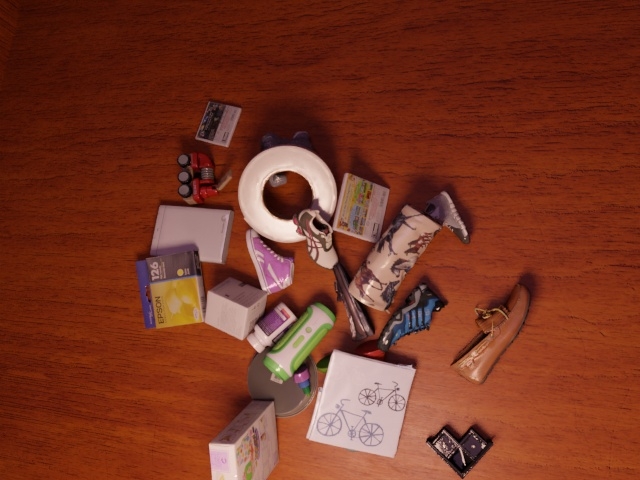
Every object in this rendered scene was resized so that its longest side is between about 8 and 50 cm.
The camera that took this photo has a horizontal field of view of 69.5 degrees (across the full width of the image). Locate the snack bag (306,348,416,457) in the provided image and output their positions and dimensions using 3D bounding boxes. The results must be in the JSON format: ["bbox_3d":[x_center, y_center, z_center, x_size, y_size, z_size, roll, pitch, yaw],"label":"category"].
[{"bbox_3d":[0.144,0.569,1.621,0.323,0.037,0.342,14,90,-4],"label":"snack bag"}]

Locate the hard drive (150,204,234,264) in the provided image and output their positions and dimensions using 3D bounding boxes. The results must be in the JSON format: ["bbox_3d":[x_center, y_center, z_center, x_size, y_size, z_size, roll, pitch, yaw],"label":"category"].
[{"bbox_3d":[-0.562,-0.029,2.014,0.353,0.047,0.233,5,80,16],"label":"hard drive"}]

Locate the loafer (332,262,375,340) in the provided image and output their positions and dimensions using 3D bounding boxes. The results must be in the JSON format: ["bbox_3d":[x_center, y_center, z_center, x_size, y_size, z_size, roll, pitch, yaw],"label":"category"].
[{"bbox_3d":[0.102,0.235,1.748,0.095,0.109,0.302,-29,75,12],"label":"loafer"}]

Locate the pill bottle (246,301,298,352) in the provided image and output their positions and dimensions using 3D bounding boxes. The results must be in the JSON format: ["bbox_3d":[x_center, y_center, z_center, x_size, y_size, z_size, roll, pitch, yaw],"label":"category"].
[{"bbox_3d":[-0.186,0.339,1.780,0.193,0.108,0.108,-41,71,-10],"label":"pill bottle"}]

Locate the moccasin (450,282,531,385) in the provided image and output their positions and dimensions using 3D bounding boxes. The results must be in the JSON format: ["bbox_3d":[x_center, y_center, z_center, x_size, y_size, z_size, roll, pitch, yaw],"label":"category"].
[{"bbox_3d":[0.586,0.307,1.590,0.147,0.139,0.380,34,98,10],"label":"moccasin"}]

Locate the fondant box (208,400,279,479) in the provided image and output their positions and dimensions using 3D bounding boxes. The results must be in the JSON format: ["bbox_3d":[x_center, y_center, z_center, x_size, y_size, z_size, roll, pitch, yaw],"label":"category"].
[{"bbox_3d":[-0.252,0.731,1.587,0.096,0.330,0.238,-3,94,16],"label":"fondant box"}]

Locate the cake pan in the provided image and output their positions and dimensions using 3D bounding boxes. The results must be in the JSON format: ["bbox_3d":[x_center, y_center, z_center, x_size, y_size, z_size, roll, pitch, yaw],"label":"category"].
[{"bbox_3d":[-0.156,0.532,1.778,0.293,0.054,0.293,-3,77,15],"label":"cake pan"}]

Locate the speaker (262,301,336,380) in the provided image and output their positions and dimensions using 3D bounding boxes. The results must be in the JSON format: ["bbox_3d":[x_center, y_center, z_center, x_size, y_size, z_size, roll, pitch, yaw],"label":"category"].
[{"bbox_3d":[-0.074,0.370,1.709,0.131,0.131,0.296,35,67,19],"label":"speaker"}]

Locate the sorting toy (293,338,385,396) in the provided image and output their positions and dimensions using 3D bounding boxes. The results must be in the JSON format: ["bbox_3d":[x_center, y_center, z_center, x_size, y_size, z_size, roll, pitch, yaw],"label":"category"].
[{"bbox_3d":[0.085,0.483,1.692,0.366,0.127,0.126,-20,97,0],"label":"sorting toy"}]

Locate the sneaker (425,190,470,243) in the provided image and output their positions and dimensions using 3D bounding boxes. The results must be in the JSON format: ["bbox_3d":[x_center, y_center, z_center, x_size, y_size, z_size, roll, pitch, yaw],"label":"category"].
[{"bbox_3d":[0.462,-0.065,1.731,0.132,0.086,0.228,-26,63,14],"label":"sneaker"}]

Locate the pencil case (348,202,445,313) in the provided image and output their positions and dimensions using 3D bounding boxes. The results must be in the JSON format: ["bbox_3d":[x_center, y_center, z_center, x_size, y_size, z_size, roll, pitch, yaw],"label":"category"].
[{"bbox_3d":[0.279,0.059,1.675,0.410,0.184,0.160,-57,29,7],"label":"pencil case"}]

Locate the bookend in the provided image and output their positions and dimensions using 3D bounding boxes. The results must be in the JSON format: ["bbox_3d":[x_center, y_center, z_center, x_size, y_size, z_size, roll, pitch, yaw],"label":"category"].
[{"bbox_3d":[0.470,0.684,1.564,0.156,0.072,0.157,42,91,19],"label":"bookend"}]

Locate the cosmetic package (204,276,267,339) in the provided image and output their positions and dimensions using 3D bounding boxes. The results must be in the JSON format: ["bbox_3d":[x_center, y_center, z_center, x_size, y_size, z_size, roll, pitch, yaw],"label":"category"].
[{"bbox_3d":[-0.331,0.263,1.807,0.184,0.151,0.151,21,115,17],"label":"cosmetic package"}]

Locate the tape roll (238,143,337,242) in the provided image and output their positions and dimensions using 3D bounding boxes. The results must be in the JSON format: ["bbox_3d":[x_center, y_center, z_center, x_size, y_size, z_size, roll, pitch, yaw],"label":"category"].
[{"bbox_3d":[-0.129,-0.182,1.812,0.392,0.072,0.391,0,109,-1],"label":"tape roll"}]

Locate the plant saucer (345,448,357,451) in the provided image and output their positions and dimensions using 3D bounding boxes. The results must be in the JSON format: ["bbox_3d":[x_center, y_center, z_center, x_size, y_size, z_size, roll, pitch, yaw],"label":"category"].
[{"bbox_3d":[0.117,0.709,1.682,0.119,0.021,0.119,-3,77,15],"label":"plant saucer"}]

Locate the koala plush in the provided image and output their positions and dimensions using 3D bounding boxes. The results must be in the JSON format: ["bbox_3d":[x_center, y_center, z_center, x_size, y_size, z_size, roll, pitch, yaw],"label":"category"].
[{"bbox_3d":[-0.126,-0.363,1.904,0.221,0.203,0.196,-13,56,-11],"label":"koala plush"}]

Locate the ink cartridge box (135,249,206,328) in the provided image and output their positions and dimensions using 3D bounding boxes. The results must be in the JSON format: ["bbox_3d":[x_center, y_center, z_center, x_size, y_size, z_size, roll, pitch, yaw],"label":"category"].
[{"bbox_3d":[-0.642,0.211,1.949,0.307,0.072,0.303,-10,87,10],"label":"ink cartridge box"}]

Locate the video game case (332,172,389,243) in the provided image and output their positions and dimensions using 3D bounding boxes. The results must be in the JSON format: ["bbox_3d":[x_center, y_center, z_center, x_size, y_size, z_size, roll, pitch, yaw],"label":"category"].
[{"bbox_3d":[0.159,-0.122,1.779,0.206,0.026,0.226,17,81,-26],"label":"video game case"}]

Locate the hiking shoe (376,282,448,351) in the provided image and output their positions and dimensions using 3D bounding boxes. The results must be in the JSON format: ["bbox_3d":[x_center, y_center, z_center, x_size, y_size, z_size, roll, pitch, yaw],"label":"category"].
[{"bbox_3d":[0.324,0.289,1.637,0.132,0.113,0.304,39,72,13],"label":"hiking shoe"}]

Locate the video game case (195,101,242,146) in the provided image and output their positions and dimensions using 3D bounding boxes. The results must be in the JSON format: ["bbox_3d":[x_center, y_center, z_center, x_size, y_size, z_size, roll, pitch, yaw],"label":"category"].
[{"bbox_3d":[-0.466,-0.533,2.111,0.173,0.022,0.190,17,84,18],"label":"video game case"}]

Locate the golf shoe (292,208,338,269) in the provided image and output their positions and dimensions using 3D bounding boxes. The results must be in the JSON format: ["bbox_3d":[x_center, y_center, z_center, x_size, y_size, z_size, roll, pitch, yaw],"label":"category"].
[{"bbox_3d":[0.000,0.000,1.760,0.120,0.272,0.105,-11,28,50],"label":"golf shoe"}]

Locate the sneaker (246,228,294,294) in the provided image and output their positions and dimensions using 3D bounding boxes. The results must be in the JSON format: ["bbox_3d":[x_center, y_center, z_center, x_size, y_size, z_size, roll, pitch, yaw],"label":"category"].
[{"bbox_3d":[-0.193,0.064,1.873,0.161,0.102,0.282,-22,84,6],"label":"sneaker"}]

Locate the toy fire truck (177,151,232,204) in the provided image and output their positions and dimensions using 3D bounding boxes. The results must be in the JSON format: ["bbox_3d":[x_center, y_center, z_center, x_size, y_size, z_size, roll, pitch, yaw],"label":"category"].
[{"bbox_3d":[-0.491,-0.284,2.008,0.246,0.158,0.217,-6,76,2],"label":"toy fire truck"}]
